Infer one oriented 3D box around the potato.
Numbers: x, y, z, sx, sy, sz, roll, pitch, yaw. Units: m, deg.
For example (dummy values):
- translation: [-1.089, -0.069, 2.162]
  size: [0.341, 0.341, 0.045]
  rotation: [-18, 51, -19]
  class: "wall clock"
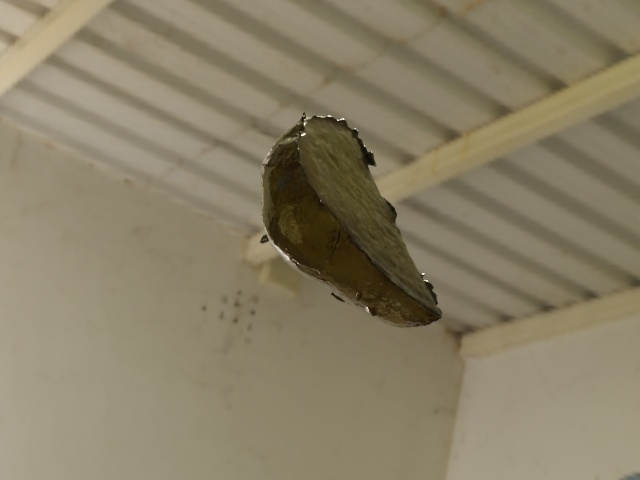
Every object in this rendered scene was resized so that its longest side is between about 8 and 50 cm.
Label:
- translation: [0.000, 0.000, 0.919]
  size: [0.089, 0.172, 0.100]
  rotation: [-37, -25, 28]
  class: "potato"
